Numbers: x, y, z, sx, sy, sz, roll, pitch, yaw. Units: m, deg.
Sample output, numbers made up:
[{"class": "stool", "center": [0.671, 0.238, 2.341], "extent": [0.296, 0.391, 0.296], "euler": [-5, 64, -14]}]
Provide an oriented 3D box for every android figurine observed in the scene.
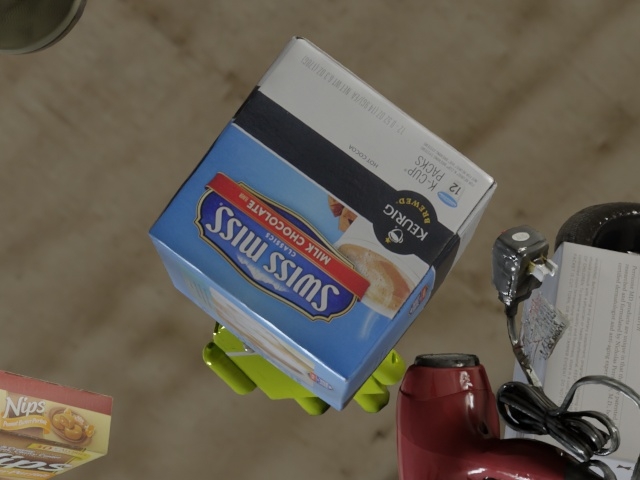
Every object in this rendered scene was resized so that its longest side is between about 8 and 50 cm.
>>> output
[{"class": "android figurine", "center": [-0.025, 0.138, 2.296], "extent": [0.248, 0.273, 0.056], "euler": [-4, -122, 27]}]

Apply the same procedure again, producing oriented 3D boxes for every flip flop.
[{"class": "flip flop", "center": [-0.374, -0.258, 1.931], "extent": [0.080, 0.277, 0.112], "euler": [24, 73, -78]}]

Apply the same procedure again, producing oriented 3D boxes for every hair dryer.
[{"class": "hair dryer", "center": [0.122, 0.157, 1.356], "extent": [0.224, 0.080, 0.294], "euler": [-113, -148, -44]}]

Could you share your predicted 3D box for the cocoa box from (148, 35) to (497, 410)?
[{"class": "cocoa box", "center": [0.000, 0.000, 1.781], "extent": [0.228, 0.231, 0.347], "euler": [-52, 175, -8]}]

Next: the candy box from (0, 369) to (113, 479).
[{"class": "candy box", "center": [-0.438, 0.266, 2.537], "extent": [0.316, 0.183, 0.088], "euler": [-26, -126, 51]}]

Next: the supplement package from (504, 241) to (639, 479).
[{"class": "supplement package", "center": [0.316, 0.131, 1.564], "extent": [0.177, 0.292, 0.175], "euler": [102, -2, -73]}]

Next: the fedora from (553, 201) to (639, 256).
[{"class": "fedora", "center": [0.391, 0.109, 2.190], "extent": [0.334, 0.334, 0.152], "euler": [-81, -169, -53]}]
